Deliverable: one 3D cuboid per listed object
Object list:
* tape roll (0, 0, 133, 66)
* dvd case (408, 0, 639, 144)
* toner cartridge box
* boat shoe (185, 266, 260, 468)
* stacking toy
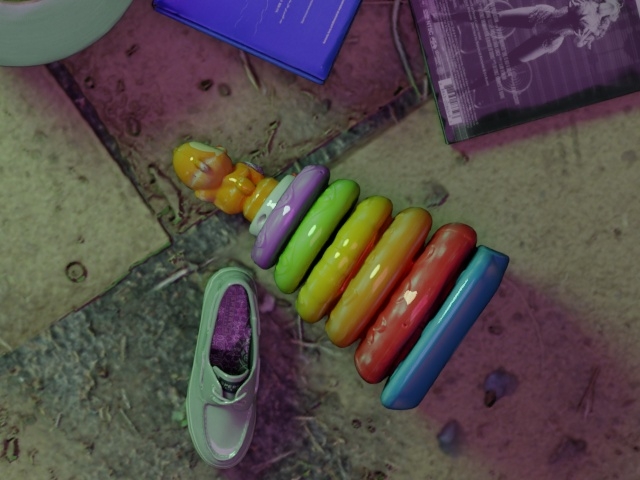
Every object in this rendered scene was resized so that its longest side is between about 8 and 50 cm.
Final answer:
[{"bbox_3d":[-0.249,-0.255,1.400,0.219,0.072,0.219,-3,108,-10],"label":"tape roll"},{"bbox_3d":[0.198,-0.194,1.549,0.221,0.018,0.164,-16,98,-3],"label":"dvd case"},{"bbox_3d":[-0.003,-0.325,1.478,0.165,0.075,0.347,24,95,-10],"label":"toner cartridge box"},{"bbox_3d":[-0.081,0.118,1.538,0.066,0.063,0.184,10,97,-8],"label":"boat shoe"},{"bbox_3d":[0.000,0.000,1.504,0.302,0.175,0.165,34,93,4],"label":"stacking toy"}]
